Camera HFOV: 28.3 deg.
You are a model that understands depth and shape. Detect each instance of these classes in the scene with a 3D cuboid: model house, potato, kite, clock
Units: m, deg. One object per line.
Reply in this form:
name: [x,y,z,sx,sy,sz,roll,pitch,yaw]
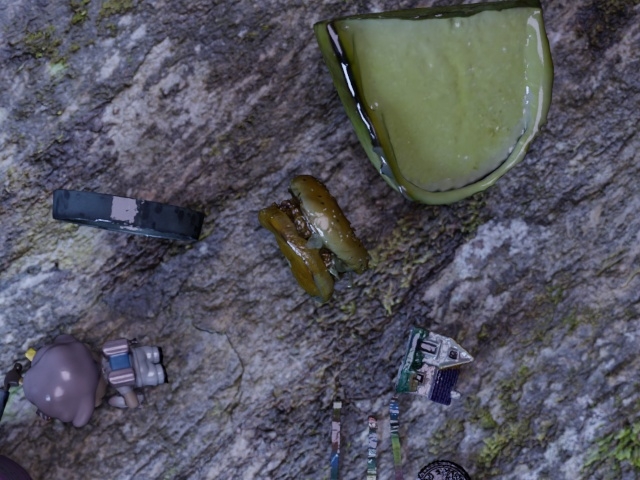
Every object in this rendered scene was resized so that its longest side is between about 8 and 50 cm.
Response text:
model house: [0.167,0.184,1.831,0.100,0.088,0.101,17,84,2]
potato: [0.155,-0.202,1.856,0.330,0.213,0.280,-10,99,-13]
kite: [0.058,0.385,1.832,0.169,0.015,0.310,-6,82,-2]
clock: [-0.271,-0.034,1.788,0.214,0.215,0.042,9,86,-1]

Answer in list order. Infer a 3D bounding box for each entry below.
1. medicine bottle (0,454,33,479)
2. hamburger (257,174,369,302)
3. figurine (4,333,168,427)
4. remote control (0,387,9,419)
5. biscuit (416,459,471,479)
medicine bottle: [-0.479,0.370,1.676,0.178,0.291,0.178,0,82,-3]
hamburger: [0.000,0.000,1.819,0.113,0.177,0.185,-36,57,-14]
figurine: [-0.333,0.195,1.806,0.228,0.112,0.137,-8,76,-13]
remote control: [-0.481,0.345,1.510,0.107,0.044,0.378,16,80,4]
biscuit: [0.181,0.362,1.834,0.087,0.027,0.089,2,81,-2]
